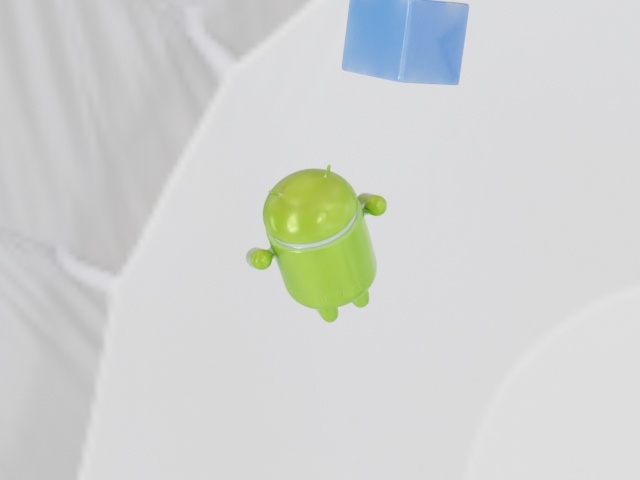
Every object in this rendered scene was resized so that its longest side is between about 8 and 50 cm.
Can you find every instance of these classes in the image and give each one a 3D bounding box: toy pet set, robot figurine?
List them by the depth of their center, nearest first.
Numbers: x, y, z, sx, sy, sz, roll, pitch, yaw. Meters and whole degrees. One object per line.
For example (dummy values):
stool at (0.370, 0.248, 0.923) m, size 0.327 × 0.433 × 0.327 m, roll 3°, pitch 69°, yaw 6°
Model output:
toy pet set at (0.039, -0.141, 0.970) m, size 0.122 × 0.114 × 0.065 m, roll 8°, pitch -170°, yaw 1°
robot figurine at (0.000, 0.000, 1.291) m, size 0.101 × 0.115 × 0.067 m, roll -25°, pitch -139°, yaw -7°
